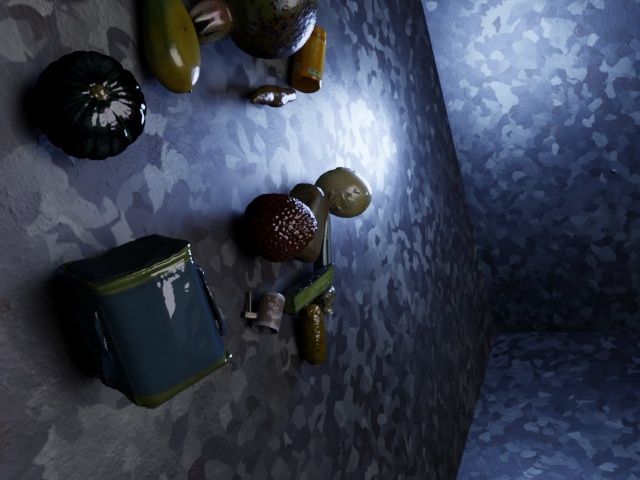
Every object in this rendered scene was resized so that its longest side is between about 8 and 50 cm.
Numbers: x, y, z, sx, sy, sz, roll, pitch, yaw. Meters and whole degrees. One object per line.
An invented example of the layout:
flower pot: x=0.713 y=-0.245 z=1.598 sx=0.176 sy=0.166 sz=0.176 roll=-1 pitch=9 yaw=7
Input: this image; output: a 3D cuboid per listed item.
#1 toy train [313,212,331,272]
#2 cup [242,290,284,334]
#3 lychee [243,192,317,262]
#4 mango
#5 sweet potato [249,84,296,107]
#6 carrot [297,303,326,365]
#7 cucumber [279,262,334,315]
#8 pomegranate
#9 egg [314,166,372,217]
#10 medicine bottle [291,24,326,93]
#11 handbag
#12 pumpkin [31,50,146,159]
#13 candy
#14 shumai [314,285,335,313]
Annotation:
toy train: x=0.000 y=0.000 z=1.693 sx=0.048 sy=0.055 sz=0.252 roll=-11 pitch=102 yaw=-50
cup: x=-0.150 y=0.186 z=1.441 sx=0.074 sy=0.102 sz=0.099 roll=110 pitch=-7 yaw=-62
lychee: x=-0.112 y=-0.034 z=1.421 sx=0.194 sy=0.194 sz=0.194 roll=14 pitch=74 yaw=-58
mango: x=-0.326 y=-0.445 z=1.207 sx=0.137 sy=0.091 sz=0.237 roll=5 pitch=81 yaw=-65
sweet potato: x=-0.128 y=-0.412 z=1.562 sx=0.274 sy=0.067 sz=0.067 roll=-35 pitch=115 yaw=-62
carrot: x=-0.026 y=0.275 z=1.612 sx=0.082 sy=0.082 sz=0.173 roll=-19 pitch=109 yaw=-58
cucumber: x=-0.038 y=0.133 z=1.601 sx=0.211 sy=0.062 sz=0.078 roll=-37 pitch=136 yaw=-47
pomegranate: x=-0.178 y=-0.568 z=1.351 sx=0.341 sy=0.285 sz=0.285 roll=-31 pitch=116 yaw=-21
egg: x=0.071 y=-0.151 z=1.756 sx=0.201 sy=0.164 sz=0.164 roll=14 pitch=72 yaw=-33
medicine bottle: x=-0.036 y=-0.563 z=1.701 sx=0.096 sy=0.096 sz=0.192 roll=30 pitch=61 yaw=-54
handbag: x=-0.309 y=0.132 z=0.980 sx=0.222 sy=0.263 sz=0.241 roll=-24 pitch=111 yaw=-31
pumpkin: x=-0.410 y=-0.240 z=0.975 sx=0.194 sy=0.150 sz=0.194 roll=29 pitch=52 yaw=-46
candy: x=-0.044 y=-0.053 z=1.606 sx=0.104 sy=0.102 sz=0.234 roll=42 pitch=53 yaw=-49
shumai: x=0.023 y=0.192 z=1.702 sx=0.082 sy=0.083 sz=0.080 roll=-35 pitch=98 yaw=-15
